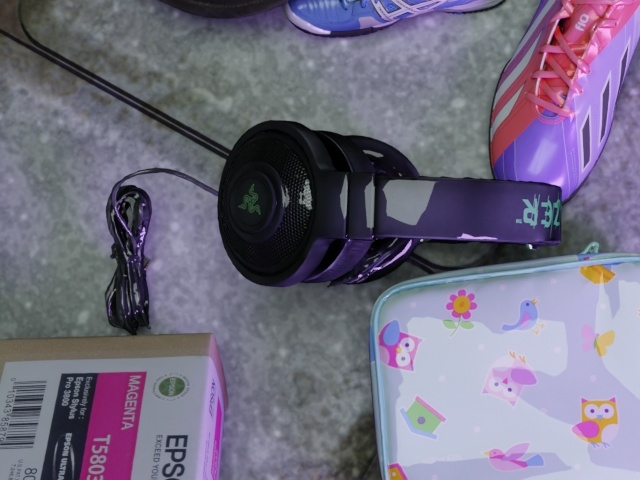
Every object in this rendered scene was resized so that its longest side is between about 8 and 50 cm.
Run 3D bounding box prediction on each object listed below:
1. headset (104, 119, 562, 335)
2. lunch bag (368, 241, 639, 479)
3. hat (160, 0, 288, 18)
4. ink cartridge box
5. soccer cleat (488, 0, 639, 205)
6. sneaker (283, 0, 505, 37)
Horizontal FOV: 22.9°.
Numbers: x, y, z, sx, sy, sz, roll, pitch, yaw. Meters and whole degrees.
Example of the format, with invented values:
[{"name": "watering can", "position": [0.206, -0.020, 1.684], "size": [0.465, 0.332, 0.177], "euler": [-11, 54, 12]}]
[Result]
[{"name": "headset", "position": [0.000, 0.000, 1.301], "size": [0.394, 0.243, 0.185], "euler": [4, 90, 22]}, {"name": "lunch bag", "position": [0.182, 0.120, 1.317], "size": [0.279, 0.108, 0.224], "euler": [-6, 75, 2]}, {"name": "hat", "position": [-0.068, -0.368, 1.396], "size": [0.331, 0.134, 0.331], "euler": [7, 107, 23]}, {"name": "ink cartridge box", "position": [-0.181, 0.186, 1.282], "size": [0.193, 0.088, 0.234], "euler": [-3, 42, 4]}, {"name": "soccer cleat", "position": [0.227, -0.180, 1.363], "size": [0.109, 0.116, 0.318], "euler": [22, 82, 8]}, {"name": "sneaker", "position": [0.068, -0.235, 1.403], "size": [0.211, 0.081, 0.080], "euler": [-13, 81, 3]}]
